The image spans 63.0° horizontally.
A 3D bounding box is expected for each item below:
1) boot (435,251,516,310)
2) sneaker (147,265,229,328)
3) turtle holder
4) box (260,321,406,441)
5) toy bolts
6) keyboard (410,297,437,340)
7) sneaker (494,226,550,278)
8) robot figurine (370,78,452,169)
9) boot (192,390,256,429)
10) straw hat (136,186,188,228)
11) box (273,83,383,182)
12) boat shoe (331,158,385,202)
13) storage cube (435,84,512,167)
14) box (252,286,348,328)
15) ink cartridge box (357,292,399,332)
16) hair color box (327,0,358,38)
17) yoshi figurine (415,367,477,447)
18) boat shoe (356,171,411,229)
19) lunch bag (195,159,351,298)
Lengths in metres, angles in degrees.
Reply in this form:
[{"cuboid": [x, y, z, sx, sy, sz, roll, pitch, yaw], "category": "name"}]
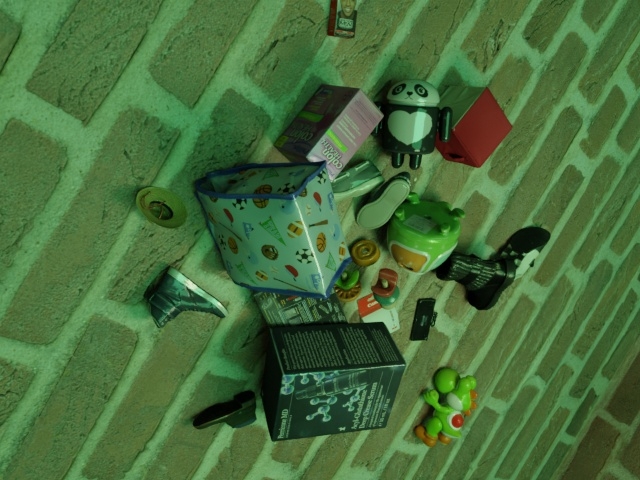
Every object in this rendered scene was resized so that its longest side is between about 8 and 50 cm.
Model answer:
[{"cuboid": [0.567, 0.155, 2.028, 0.260, 0.131, 0.348, 4, 146, -4], "category": "boot"}, {"cuboid": [-0.392, 0.203, 1.516, 0.226, 0.086, 0.163, 41, 74, -24], "category": "sneaker"}, {"cuboid": [0.350, -0.028, 1.813, 0.244, 0.320, 0.227, 9, 123, 2], "category": "turtle holder"}, {"cuboid": [0.030, 0.442, 1.670, 0.396, 0.212, 0.293, -1, 122, -17], "category": "box"}, {"cuboid": [0.172, 0.137, 1.776, 0.218, 0.229, 0.158, -54, 150, -26], "category": "toy bolts"}, {"cuboid": [0.416, 0.314, 2.076, 0.108, 0.023, 0.180, 2, 107, -24], "category": "keyboard"}, {"cuboid": [0.830, 0.072, 2.186, 0.331, 0.122, 0.146, -37, 141, -17], "category": "sneaker"}, {"cuboid": [0.285, -0.367, 1.656, 0.209, 0.173, 0.278, -4, 109, -25], "category": "robot figurine"}, {"cuboid": [-0.305, 0.590, 1.718, 0.219, 0.082, 0.106, -19, 113, -25], "category": "boot"}, {"cuboid": [-0.437, -0.074, 1.411, 0.145, 0.144, 0.061, 17, 136, -34], "category": "straw hat"}, {"cuboid": [0.019, -0.314, 1.501, 0.117, 0.213, 0.243, 39, 86, -34], "category": "box"}, {"cuboid": [0.047, -0.174, 1.656, 0.320, 0.116, 0.099, -20, 80, -18], "category": "boat shoe"}, {"cuboid": [0.489, -0.391, 1.767, 0.193, 0.184, 0.215, 42, 85, -33], "category": "storage cube"}, {"cuboid": [-0.055, 0.229, 1.701, 0.243, 0.076, 0.307, -23, 119, -3], "category": "box"}, {"cuboid": [0.218, 0.276, 1.933, 0.145, 0.045, 0.179, -23, 120, -22], "category": "ink cartridge box"}, {"cuboid": [0.067, -0.661, 1.507, 0.072, 0.043, 0.141, -4, 109, -28], "category": "hair color box"}, {"cuboid": [0.527, 0.686, 2.216, 0.203, 0.203, 0.362, 23, 114, 5], "category": "yoshi figurine"}, {"cuboid": [0.206, -0.131, 1.706, 0.095, 0.254, 0.079, 32, 45, -4], "category": "boat shoe"}, {"cuboid": [-0.143, -0.037, 1.438, 0.239, 0.386, 0.327, -50, 131, -48], "category": "lunch bag"}]
